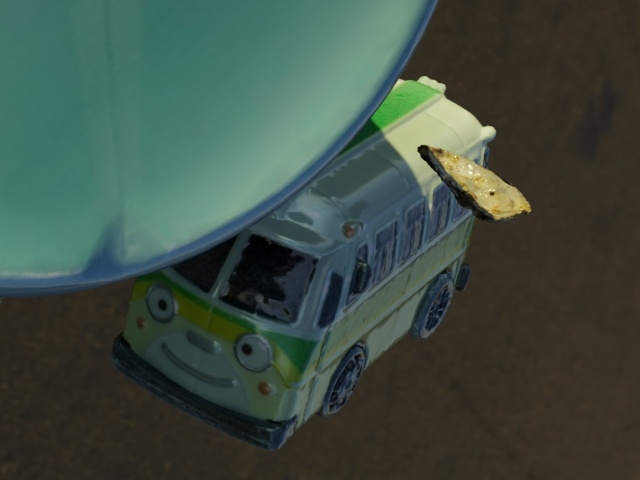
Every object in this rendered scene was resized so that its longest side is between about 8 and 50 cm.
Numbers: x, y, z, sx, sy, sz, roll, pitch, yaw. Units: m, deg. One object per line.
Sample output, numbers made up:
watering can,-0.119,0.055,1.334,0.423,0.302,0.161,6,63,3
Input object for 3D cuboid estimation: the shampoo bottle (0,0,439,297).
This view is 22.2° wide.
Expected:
shampoo bottle,-0.154,-0.192,0.697,0.331,0.343,0.331,-15,125,-23

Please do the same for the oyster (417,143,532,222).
oyster,0.084,-0.032,0.944,0.054,0.083,0.019,-1,127,-51

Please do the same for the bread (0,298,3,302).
bread,-0.452,-0.057,2.070,0.167,0.264,0.163,-48,124,7

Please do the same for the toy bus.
toy bus,0.000,0.000,1.045,0.276,0.134,0.164,-35,146,-55
